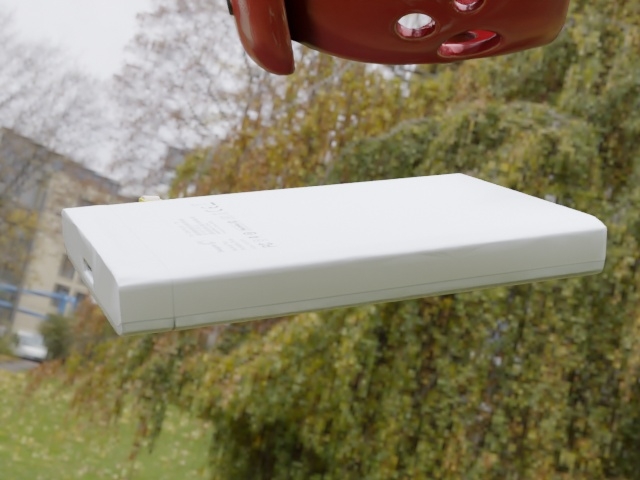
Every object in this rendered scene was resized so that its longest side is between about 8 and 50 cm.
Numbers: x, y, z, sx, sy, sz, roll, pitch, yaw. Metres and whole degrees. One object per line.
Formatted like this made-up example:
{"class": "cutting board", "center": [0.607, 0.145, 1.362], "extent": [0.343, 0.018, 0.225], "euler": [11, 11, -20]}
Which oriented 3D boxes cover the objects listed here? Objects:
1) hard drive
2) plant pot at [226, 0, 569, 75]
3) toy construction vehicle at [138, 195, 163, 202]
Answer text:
{"class": "hard drive", "center": [0.000, 0.000, 0.820], "extent": [0.353, 0.047, 0.233], "euler": [-7, 15, -20]}
{"class": "plant pot", "center": [0.029, -0.185, 0.577], "extent": [0.174, 0.191, 0.191], "euler": [-10, -11, -1]}
{"class": "toy construction vehicle", "center": [-0.168, -0.021, 1.279], "extent": [0.086, 0.035, 0.098], "euler": [-2, 24, -41]}
